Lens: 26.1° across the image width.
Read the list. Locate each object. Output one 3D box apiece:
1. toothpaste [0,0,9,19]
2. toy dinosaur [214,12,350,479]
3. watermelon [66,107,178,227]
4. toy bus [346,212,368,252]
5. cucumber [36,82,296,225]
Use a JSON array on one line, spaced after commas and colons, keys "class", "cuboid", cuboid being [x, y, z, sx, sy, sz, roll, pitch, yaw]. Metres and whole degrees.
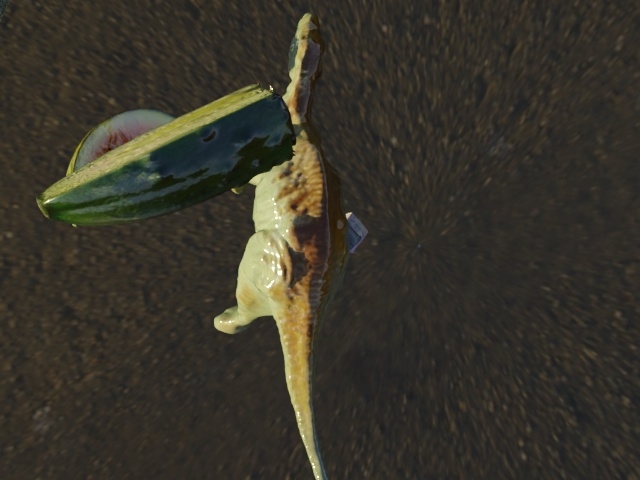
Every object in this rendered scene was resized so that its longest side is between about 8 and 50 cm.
[{"class": "toothpaste", "cuboid": [-0.295, -0.144, 1.111, 0.039, 0.062, 0.239, -1, 51, 18]}, {"class": "toy dinosaur", "cuboid": [-0.023, 0.033, 1.072, 0.092, 0.205, 0.393, 4, 71, -18]}, {"class": "watermelon", "cuboid": [-0.189, -0.073, 1.307, 0.163, 0.069, 0.087, -23, 94, -37]}, {"class": "toy bus", "cuboid": [0.000, 0.000, 1.643, 0.037, 0.130, 0.052, 49, 60, -19]}, {"class": "cucumber", "cuboid": [-0.062, -0.028, 0.571, 0.107, 0.067, 0.035, -26, 106, -8]}]
